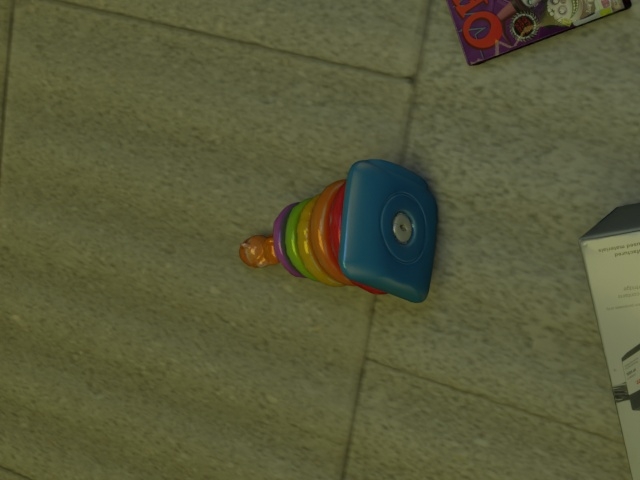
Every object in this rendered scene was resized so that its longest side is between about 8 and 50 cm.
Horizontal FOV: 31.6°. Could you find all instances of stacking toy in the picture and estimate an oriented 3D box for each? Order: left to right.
[{"bbox_3d":[0.000,0.000,1.534,0.302,0.175,0.165,-9,68,44],"label":"stacking toy"}]

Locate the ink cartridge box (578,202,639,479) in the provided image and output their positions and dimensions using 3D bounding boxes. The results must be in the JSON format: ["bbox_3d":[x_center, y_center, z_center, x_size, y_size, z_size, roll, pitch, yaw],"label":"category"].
[{"bbox_3d":[0.411,0.115,1.304,0.129,0.223,0.307,-11,96,26],"label":"ink cartridge box"}]

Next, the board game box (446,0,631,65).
[{"bbox_3d":[0.224,-0.411,1.381,0.208,0.056,0.346,-18,93,32],"label":"board game box"}]
